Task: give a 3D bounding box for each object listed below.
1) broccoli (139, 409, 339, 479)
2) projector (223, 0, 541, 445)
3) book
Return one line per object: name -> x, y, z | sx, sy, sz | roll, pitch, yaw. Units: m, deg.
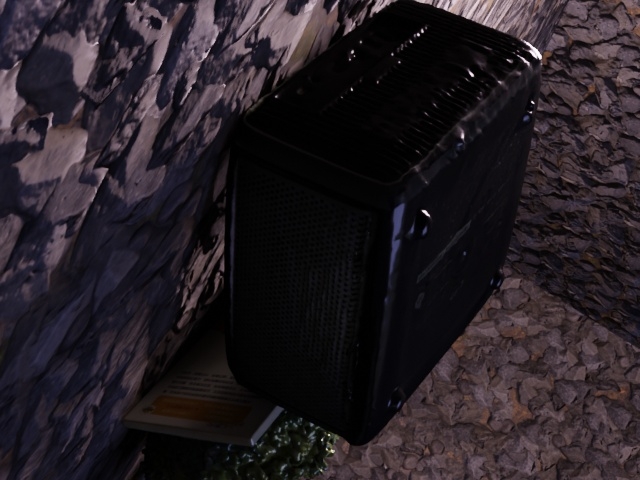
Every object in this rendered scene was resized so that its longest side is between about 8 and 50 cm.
broccoli -> -0.116, 0.288, 1.615 | 0.235, 0.288, 0.259 | -5, 95, -40
projector -> 0.080, -0.028, 1.414 | 0.395, 0.242, 0.405 | -42, 148, -42
book -> -0.100, 0.163, 1.555 | 0.295, 0.208, 0.020 | -47, 130, -45
